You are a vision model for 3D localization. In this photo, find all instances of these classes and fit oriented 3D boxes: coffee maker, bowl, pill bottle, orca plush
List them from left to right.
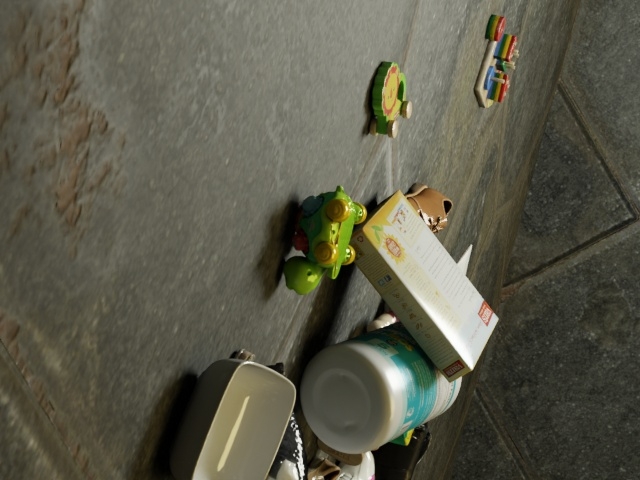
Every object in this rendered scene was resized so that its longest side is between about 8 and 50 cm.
[{"bbox_3d":[-0.092,0.188,1.126,0.142,0.053,0.142,38,70,-58],"label":"bowl"},{"bbox_3d":[-0.053,0.284,1.223,0.102,0.151,0.287,36,35,-35],"label":"orca plush"},{"bbox_3d":[0.107,0.382,1.968,0.171,0.120,0.178,-1,108,-72],"label":"coffee maker"},{"bbox_3d":[0.099,0.191,1.567,0.264,0.146,0.146,-12,119,-56],"label":"pill bottle"}]

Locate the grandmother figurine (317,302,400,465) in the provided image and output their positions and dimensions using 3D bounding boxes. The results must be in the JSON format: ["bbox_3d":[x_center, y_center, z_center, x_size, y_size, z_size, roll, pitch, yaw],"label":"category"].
[{"bbox_3d":[0.102,0.194,1.789,0.342,0.104,0.208,-55,165,-42],"label":"grandmother figurine"}]

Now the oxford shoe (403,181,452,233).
[{"bbox_3d":[0.155,-0.032,1.777,0.212,0.076,0.076,-47,152,-55],"label":"oxford shoe"}]

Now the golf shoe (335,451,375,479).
[{"bbox_3d":[0.040,0.414,1.851,0.086,0.067,0.186,74,36,-61],"label":"golf shoe"}]

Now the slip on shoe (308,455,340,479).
[{"bbox_3d":[-0.009,0.360,1.667,0.135,0.041,0.051,-31,136,-68],"label":"slip on shoe"}]

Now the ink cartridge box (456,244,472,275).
[{"bbox_3d":[0.199,0.179,2.171,0.261,0.066,0.296,-52,154,-54],"label":"ink cartridge box"}]

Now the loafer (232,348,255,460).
[{"bbox_3d":[-0.086,0.179,1.206,0.045,0.039,0.125,23,84,-74],"label":"loafer"}]

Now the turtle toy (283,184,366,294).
[{"bbox_3d":[0.000,0.000,1.271,0.095,0.066,0.130,8,99,-73],"label":"turtle toy"}]

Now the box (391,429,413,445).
[{"bbox_3d":[0.125,0.248,1.900,0.043,0.105,0.179,75,33,-44],"label":"box"}]

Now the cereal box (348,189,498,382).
[{"bbox_3d":[0.141,0.059,1.563,0.047,0.240,0.173,-35,-176,29],"label":"cereal box"}]

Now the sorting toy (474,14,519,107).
[{"bbox_3d":[0.341,-0.325,2.179,0.274,0.046,0.132,34,73,-75],"label":"sorting toy"}]

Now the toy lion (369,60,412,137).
[{"bbox_3d":[0.089,-0.188,1.467,0.100,0.034,0.096,-53,147,-53],"label":"toy lion"}]
